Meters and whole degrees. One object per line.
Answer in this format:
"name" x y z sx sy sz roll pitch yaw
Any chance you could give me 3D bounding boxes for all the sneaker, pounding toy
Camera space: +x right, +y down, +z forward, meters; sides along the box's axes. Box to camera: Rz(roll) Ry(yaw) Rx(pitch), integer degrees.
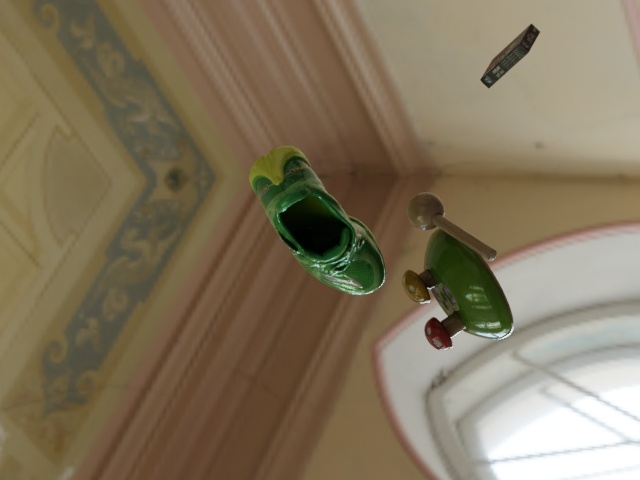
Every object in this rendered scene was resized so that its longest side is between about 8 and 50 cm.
"sneaker" 0.000 0.000 1.584 0.295 0.109 0.123 47 -166 -44
"pounding toy" 0.172 0.065 1.666 0.110 0.183 0.237 -32 -43 -9

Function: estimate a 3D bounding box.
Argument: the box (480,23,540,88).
"box" 0.260 -0.252 1.620 0.018 0.083 0.067 42 -137 -7
